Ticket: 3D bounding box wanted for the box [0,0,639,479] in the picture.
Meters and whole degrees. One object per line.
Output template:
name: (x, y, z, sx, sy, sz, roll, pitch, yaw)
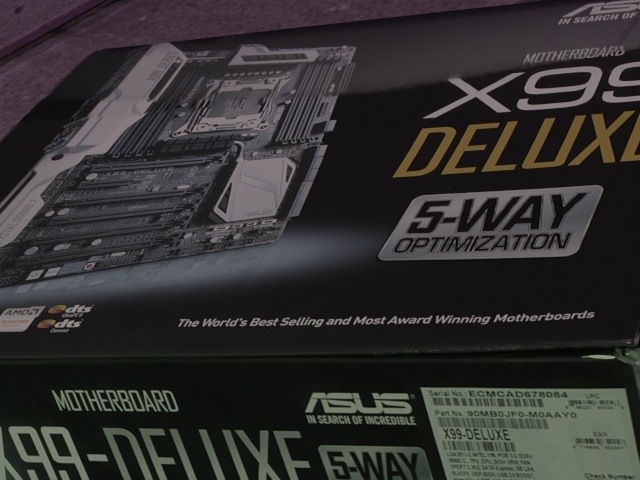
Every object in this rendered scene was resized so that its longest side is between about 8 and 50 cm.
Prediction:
box: (0.000, 0.000, 0.593, 0.307, 0.076, 0.242, -2, 32, 26)
